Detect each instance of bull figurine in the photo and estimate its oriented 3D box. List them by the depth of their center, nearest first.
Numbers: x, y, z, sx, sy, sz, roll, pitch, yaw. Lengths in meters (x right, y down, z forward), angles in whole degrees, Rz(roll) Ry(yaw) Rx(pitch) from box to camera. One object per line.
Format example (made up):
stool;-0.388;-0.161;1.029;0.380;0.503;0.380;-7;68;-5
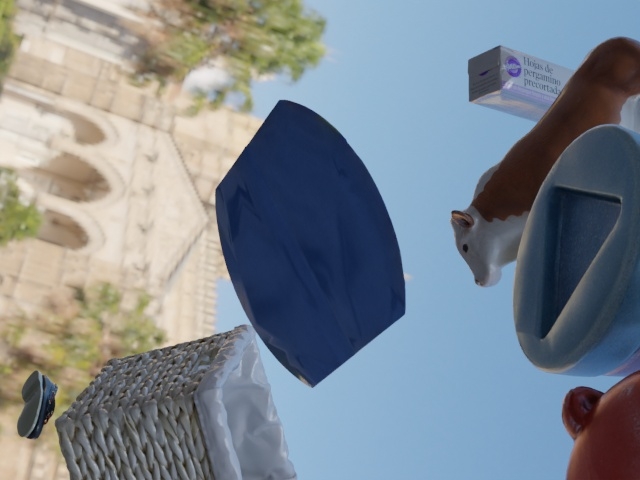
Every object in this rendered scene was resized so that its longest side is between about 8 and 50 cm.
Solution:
bull figurine;0.266;-0.073;1.038;0.310;0.188;0.101;-55;151;-14

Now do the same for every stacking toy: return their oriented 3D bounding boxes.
stacking toy;0.175;-0.009;0.444;0.309;0.130;0.279;-98;-154;-64

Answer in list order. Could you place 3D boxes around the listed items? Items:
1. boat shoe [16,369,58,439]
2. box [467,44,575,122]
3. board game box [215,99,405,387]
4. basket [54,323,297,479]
boat shoe;-0.363;0.216;1.362;0.049;0.042;0.133;-45;-157;9
box;0.342;-0.187;1.426;0.067;0.324;0.063;-20;-116;55
board game box;0.000;0.000;0.587;0.133;0.033;0.169;62;-36;14
basket;-0.211;0.350;1.665;0.328;0.266;0.331;-65;141;-76
